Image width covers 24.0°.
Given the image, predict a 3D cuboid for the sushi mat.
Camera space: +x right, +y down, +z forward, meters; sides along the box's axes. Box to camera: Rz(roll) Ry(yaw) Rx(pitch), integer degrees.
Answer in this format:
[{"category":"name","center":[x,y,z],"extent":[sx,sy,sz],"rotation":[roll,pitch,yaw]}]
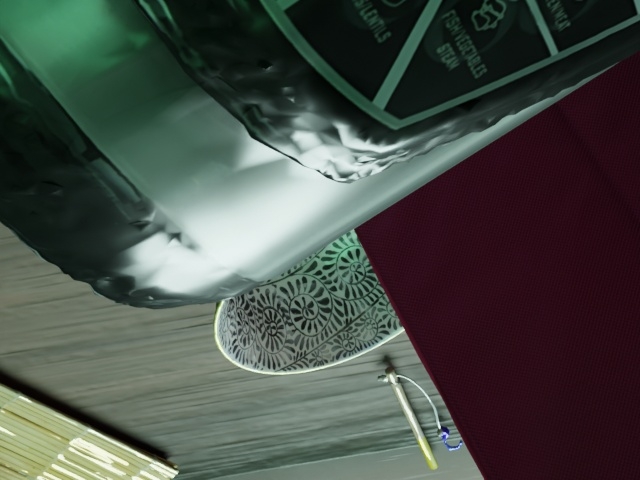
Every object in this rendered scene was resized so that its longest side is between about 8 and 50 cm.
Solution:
[{"category":"sushi mat","center":[-0.265,0.147,1.096],"extent":[0.151,0.019,0.316],"rotation":[-37,131,24]}]

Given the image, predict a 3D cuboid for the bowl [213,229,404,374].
[{"category":"bowl","center":[0.000,0.000,0.924],"extent":[0.170,0.080,0.170],"rotation":[-19,145,-14]}]

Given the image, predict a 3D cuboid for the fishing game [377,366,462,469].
[{"category":"fishing game","center":[0.191,0.115,1.123],"extent":[0.264,0.041,0.189],"rotation":[-13,137,18]}]

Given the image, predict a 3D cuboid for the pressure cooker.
[{"category":"pressure cooker","center":[0.023,-0.228,0.470],"extent":[0.420,0.376,0.370],"rotation":[-32,177,5]}]

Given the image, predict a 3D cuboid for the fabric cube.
[{"category":"fabric cube","center":[0.198,0.045,0.821],"extent":[0.259,0.258,0.254],"rotation":[-31,145,5]}]
